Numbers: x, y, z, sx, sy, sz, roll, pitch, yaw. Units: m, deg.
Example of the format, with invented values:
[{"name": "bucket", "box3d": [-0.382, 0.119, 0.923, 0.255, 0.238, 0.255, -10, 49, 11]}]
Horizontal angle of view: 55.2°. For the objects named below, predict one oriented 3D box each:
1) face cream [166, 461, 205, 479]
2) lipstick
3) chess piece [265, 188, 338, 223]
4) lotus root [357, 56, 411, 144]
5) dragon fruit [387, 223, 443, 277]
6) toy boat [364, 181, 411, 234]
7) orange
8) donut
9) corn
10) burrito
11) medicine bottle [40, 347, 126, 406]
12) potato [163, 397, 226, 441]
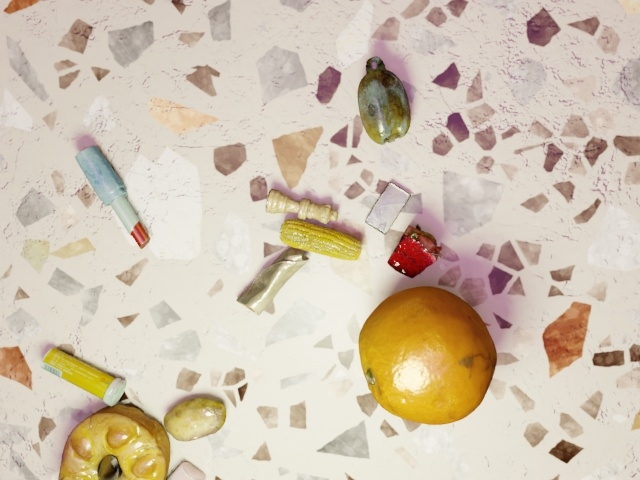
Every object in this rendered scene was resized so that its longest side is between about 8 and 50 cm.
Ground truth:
[{"name": "face cream", "box3d": [-0.399, 0.692, 1.660, 0.084, 0.057, 0.198, 36, 105, -13]}, {"name": "lipstick", "box3d": [-0.505, -0.103, 1.514, 0.068, 0.061, 0.274, -31, 95, 11]}, {"name": "chess piece", "box3d": [-0.042, -0.076, 1.456, 0.171, 0.060, 0.060, 14, 103, 5]}, {"name": "lotus root", "box3d": [0.138, -0.313, 1.365, 0.113, 0.088, 0.192, -16, 98, -5]}, {"name": "dragon fruit", "box3d": [0.228, 0.014, 1.416, 0.102, 0.096, 0.147, 42, 147, 3]}, {"name": "toy boat", "box3d": [0.158, -0.075, 1.446, 0.063, 0.016, 0.115, 33, 103, 1]}, {"name": "orange", "box3d": [0.234, 0.253, 1.352, 0.311, 0.312, 0.313, 2, 101, 8]}, {"name": "donut", "box3d": [-0.541, 0.592, 1.614, 0.317, 0.150, 0.299, -29, 96, 13]}, {"name": "corn", "box3d": [0.000, 0.000, 1.455, 0.202, 0.072, 0.072, 16, 103, 5]}, {"name": "burrito", "box3d": [-0.119, 0.098, 1.494, 0.226, 0.087, 0.060, -46, 130, 11]}, {"name": "medicine bottle", "box3d": [-0.629, 0.358, 1.621, 0.218, 0.074, 0.074, 26, 104, 4]}, {"name": "potato", "box3d": [-0.324, 0.464, 1.592, 0.170, 0.080, 0.107, -23, 96, 7]}]
